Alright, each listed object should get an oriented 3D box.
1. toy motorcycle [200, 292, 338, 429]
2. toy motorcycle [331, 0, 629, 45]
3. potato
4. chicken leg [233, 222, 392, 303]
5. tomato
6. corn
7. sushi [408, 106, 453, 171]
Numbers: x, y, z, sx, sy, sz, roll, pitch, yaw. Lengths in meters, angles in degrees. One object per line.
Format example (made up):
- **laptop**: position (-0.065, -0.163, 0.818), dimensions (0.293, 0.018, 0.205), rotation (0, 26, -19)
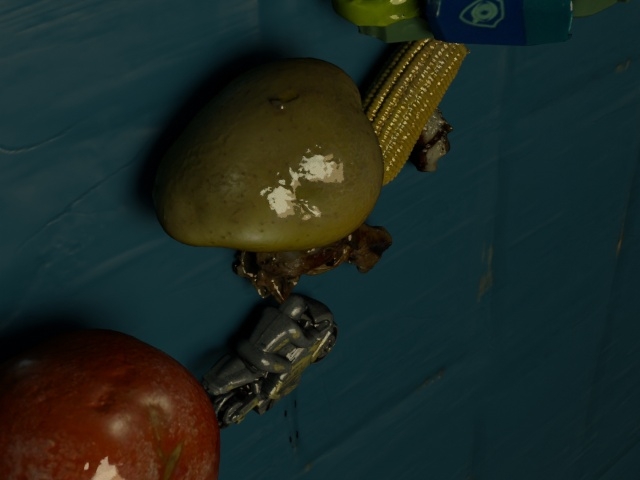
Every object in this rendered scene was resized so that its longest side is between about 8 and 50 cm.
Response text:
- **toy motorcycle**: position (-0.044, 0.110, 0.983), dimensions (0.193, 0.061, 0.124), rotation (-31, 142, -39)
- **toy motorcycle**: position (0.175, -0.257, 0.847), dimensions (0.326, 0.200, 0.191), rotation (-39, 140, -25)
- **potato**: position (-0.045, -0.061, 0.803), dimensions (0.194, 0.157, 0.157), rotation (-23, 136, -5)
- **chicken leg**: position (0.002, -0.006, 0.948), dimensions (0.196, 0.080, 0.125), rotation (-19, 140, -49)
- **tomato**: position (-0.198, 0.178, 0.757), dimensions (0.232, 0.188, 0.232), rotation (-32, 143, -28)
- **corn**: position (0.079, -0.132, 0.940), dimensions (0.085, 0.063, 0.165), rotation (37, 86, -44)
- **sushi**: position (0.108, -0.102, 1.011), dimensions (0.046, 0.044, 0.083), rotation (-46, 140, -16)
